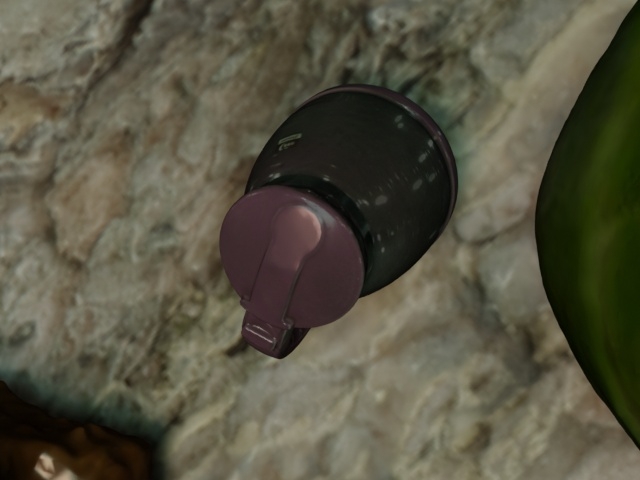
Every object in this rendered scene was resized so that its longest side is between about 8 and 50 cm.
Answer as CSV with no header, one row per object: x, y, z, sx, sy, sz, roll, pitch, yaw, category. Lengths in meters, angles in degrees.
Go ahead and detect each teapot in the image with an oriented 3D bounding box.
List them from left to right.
-0.005,-0.009,0.466,0.148,0.146,0.116,-33,99,34,teapot

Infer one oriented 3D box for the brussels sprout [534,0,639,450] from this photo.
0.280,0.023,0.356,0.371,0.276,0.314,30,79,7,brussels sprout

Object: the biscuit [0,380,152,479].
-0.321,0.269,0.513,0.343,0.166,0.394,15,92,13,biscuit
